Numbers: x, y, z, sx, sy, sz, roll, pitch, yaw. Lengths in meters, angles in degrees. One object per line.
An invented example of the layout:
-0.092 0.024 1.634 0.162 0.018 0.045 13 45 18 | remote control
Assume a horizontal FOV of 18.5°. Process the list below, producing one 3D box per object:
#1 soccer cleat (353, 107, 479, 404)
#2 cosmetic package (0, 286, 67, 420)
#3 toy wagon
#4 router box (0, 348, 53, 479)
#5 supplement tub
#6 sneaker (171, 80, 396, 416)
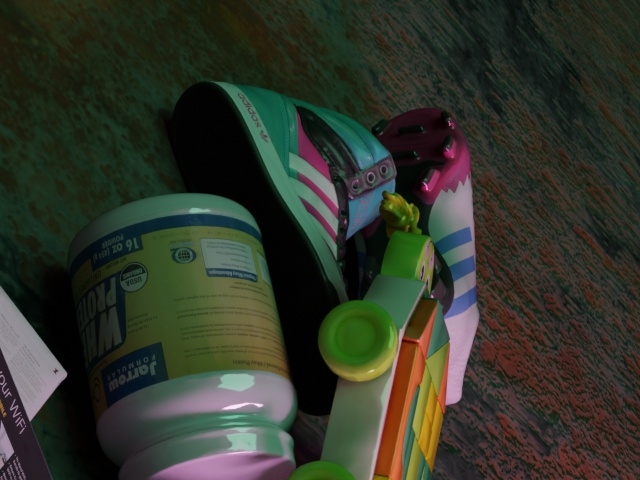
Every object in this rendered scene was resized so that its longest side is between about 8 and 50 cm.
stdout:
0.087 0.015 1.805 0.331 0.116 0.143 -83 159 -50 | soccer cleat
-0.271 0.028 1.268 0.239 0.060 0.099 55 31 -12 | cosmetic package
0.046 0.129 1.465 0.267 0.068 0.344 67 34 -68 | toy wagon
-0.276 0.091 1.101 0.243 0.081 0.309 -53 130 -58 | router box
-0.097 0.082 1.407 0.144 0.144 0.200 19 50 -50 | supplement tub
0.000 0.000 1.657 0.178 0.124 0.295 -7 70 -48 | sneaker
